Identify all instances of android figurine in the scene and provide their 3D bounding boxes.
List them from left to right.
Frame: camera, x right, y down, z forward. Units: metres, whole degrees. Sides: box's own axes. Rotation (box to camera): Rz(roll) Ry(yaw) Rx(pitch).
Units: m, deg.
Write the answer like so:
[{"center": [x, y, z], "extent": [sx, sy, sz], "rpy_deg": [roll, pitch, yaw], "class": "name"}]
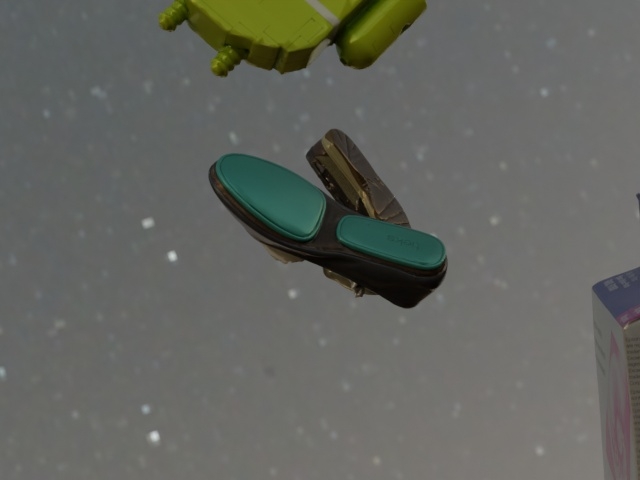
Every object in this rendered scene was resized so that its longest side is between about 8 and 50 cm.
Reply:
[{"center": [-0.028, -0.255, 1.637], "extent": [0.273, 0.248, 0.056], "rpy_deg": [-48, -6, -23], "class": "android figurine"}]

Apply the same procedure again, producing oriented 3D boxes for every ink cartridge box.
[{"center": [0.292, 0.129, 1.663], "extent": [0.071, 0.330, 0.324], "rpy_deg": [-6, 3, 4], "class": "ink cartridge box"}]

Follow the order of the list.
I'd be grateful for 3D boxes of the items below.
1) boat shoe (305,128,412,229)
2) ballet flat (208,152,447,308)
[{"center": [0.040, -0.039, 1.836], "extent": [0.049, 0.152, 0.056], "rpy_deg": [-36, -10, 30], "class": "boat shoe"}, {"center": [0.000, 0.000, 1.440], "extent": [0.203, 0.074, 0.074], "rpy_deg": [23, -43, 1], "class": "ballet flat"}]
